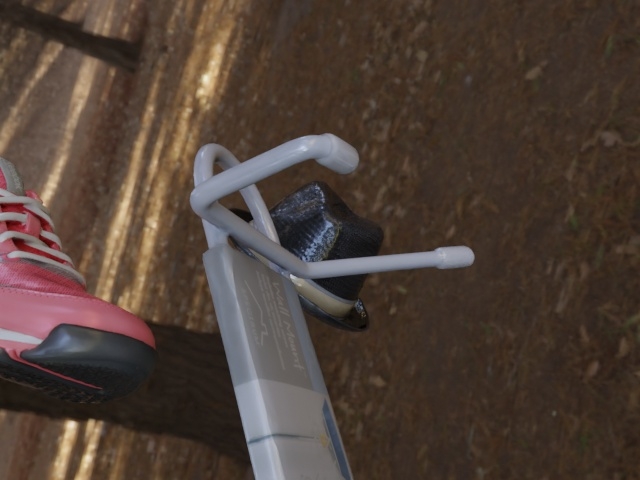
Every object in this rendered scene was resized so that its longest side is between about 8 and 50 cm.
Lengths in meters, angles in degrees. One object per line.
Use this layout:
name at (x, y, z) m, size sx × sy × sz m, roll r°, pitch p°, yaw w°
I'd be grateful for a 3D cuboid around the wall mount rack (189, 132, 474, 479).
wall mount rack at (0.045, 0.088, 0.533) m, size 0.131 × 0.304 × 0.350 m, roll -23°, pitch 69°, yaw 15°

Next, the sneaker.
sneaker at (-0.219, 0.007, 0.533) m, size 0.314 × 0.116 × 0.136 m, roll 11°, pitch 73°, yaw 34°

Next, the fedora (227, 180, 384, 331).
fedora at (0.000, 0.000, 1.348) m, size 0.152 × 0.334 × 0.334 m, roll -51°, pitch 25°, yaw 9°
